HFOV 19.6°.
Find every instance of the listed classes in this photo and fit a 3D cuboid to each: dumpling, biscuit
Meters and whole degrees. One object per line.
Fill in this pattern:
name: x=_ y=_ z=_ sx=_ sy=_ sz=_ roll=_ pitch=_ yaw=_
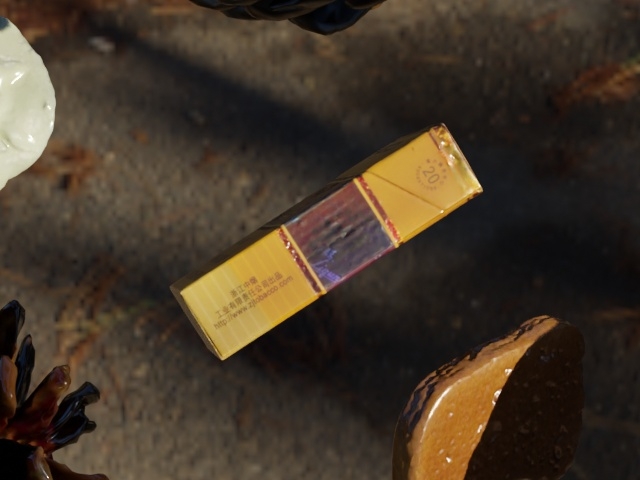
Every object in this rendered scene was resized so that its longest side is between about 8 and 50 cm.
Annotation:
dumpling: x=-0.257 y=-0.090 z=1.334 sx=0.134 sy=0.100 sz=0.169 roll=-2 pitch=56 yaw=-4
biscuit: x=0.127 y=0.163 z=1.383 sx=0.192 sy=0.186 sz=0.036 roll=-25 pitch=28 yaw=-35

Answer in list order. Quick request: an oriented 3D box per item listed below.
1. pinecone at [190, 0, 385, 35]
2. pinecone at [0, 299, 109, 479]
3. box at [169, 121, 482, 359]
pinecone: x=-0.023 y=-0.228 z=1.025 sx=0.224 sy=0.224 sz=0.272 roll=14 pitch=3 yaw=15
pinecone: x=-0.358 y=0.198 z=1.550 sx=0.398 sy=0.397 sz=0.397 roll=1 pitch=37 yaw=-1
box: x=0.000 y=0.001 z=1.443 sx=0.237 sy=0.070 sz=0.152 roll=-35 pitch=4 yaw=-6
